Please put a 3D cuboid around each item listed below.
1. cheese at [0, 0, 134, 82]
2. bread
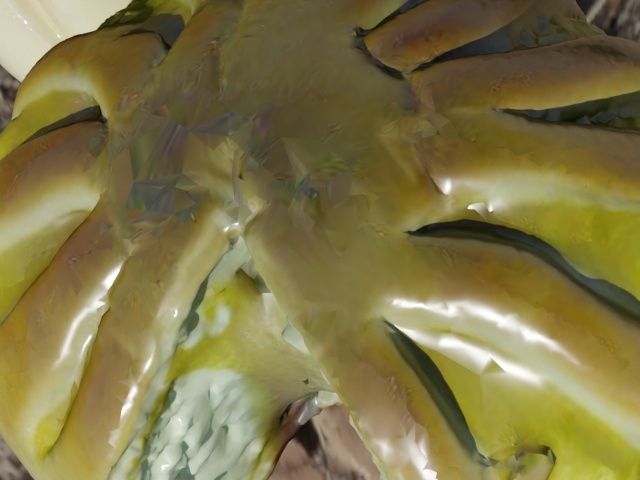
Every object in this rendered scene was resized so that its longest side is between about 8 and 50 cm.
[{"bbox_3d":[-0.093,-0.180,0.984,0.233,0.127,0.266,42,44,-12],"label":"cheese"},{"bbox_3d":[0.000,0.000,0.746,0.333,0.160,0.333,-9,64,20],"label":"bread"}]
